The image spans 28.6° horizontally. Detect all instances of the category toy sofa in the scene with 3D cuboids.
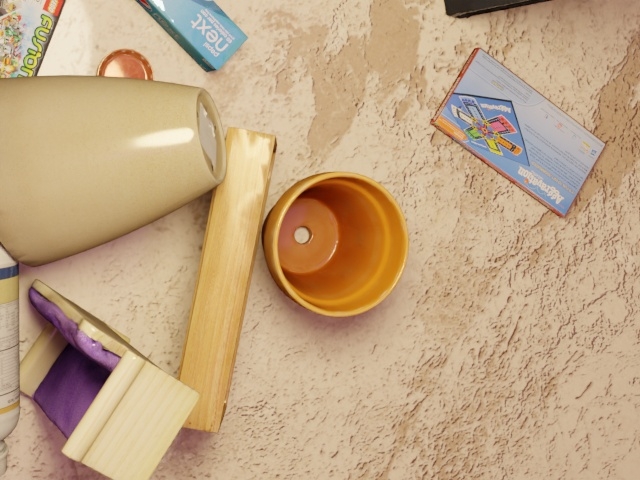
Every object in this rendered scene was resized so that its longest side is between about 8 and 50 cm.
[{"bbox_3d":[-0.316,0.182,1.658,0.177,0.362,0.150,36,83,-25],"label":"toy sofa"}]

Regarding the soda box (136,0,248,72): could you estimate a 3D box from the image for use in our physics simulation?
[{"bbox_3d":[-0.206,-0.341,1.809,0.210,0.067,0.071,45,80,-18],"label":"soda box"}]

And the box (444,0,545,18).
[{"bbox_3d":[0.358,-0.591,1.776,0.297,0.472,0.480,-16,100,-18],"label":"box"}]

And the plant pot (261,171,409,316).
[{"bbox_3d":[0.000,0.000,1.847,0.205,0.188,0.205,-1,94,-20],"label":"plant pot"}]

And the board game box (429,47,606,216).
[{"bbox_3d":[0.323,-0.173,2.034,0.281,0.027,0.145,34,82,-19],"label":"board game box"}]

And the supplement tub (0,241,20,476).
[{"bbox_3d":[-0.513,0.154,1.655,0.228,0.228,0.316,-1,95,-20],"label":"supplement tub"}]

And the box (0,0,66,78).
[{"bbox_3d":[-0.441,-0.264,1.735,0.114,0.036,0.207,22,87,-34],"label":"box"}]

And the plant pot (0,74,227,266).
[{"bbox_3d":[-0.272,-0.111,1.649,0.274,0.256,0.257,-9,99,12],"label":"plant pot"}]

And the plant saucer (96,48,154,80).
[{"bbox_3d":[-0.283,-0.236,1.819,0.083,0.013,0.084,-2,96,-20],"label":"plant saucer"}]

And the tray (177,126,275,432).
[{"bbox_3d":[-0.136,0.051,1.791,0.076,0.203,0.411,12,91,-2],"label":"tray"}]
